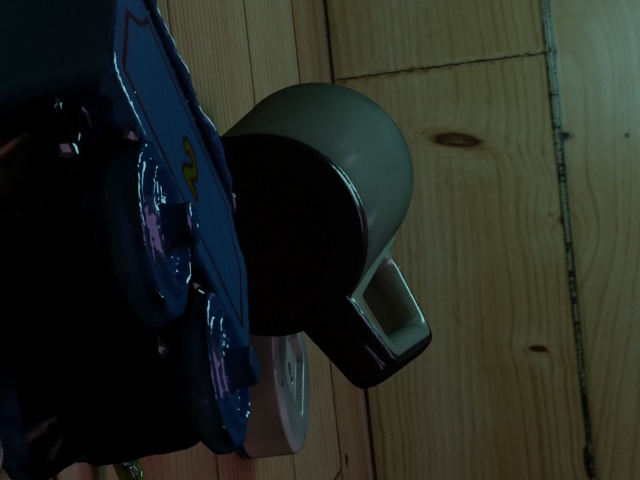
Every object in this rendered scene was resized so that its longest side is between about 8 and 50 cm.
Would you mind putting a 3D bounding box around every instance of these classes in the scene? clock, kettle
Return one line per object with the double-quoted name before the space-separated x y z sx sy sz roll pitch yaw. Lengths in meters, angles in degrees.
"clock" -0.069 0.165 1.542 0.230 0.083 0.230 -7 90 -84
"kettle" 0.000 0.000 1.408 0.361 0.250 0.376 54 15 -5

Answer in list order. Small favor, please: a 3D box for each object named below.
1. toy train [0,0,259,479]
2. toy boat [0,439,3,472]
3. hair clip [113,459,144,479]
"toy train" -0.152 -0.006 0.779 0.300 0.188 0.265 71 11 -46
"toy boat" -0.215 0.079 0.582 0.260 0.085 0.078 67 18 -63
"hair clip" -0.177 0.119 0.993 0.060 0.033 0.188 -13 95 -84
